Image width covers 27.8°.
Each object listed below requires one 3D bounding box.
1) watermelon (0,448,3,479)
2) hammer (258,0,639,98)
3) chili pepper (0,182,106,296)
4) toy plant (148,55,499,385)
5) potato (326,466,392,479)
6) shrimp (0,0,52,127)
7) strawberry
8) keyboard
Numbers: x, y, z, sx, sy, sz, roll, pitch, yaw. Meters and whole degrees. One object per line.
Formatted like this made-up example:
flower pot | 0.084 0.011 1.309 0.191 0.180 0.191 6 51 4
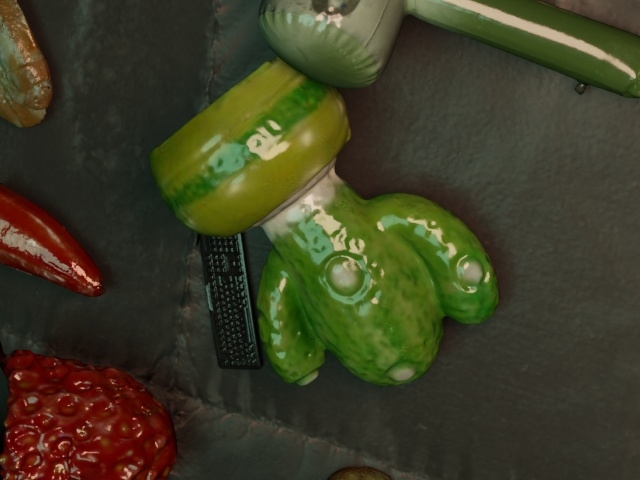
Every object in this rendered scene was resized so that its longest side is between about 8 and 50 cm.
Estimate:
watermelon | -0.374 0.309 1.445 0.232 0.127 0.204 -13 102 50
hammer | 0.128 -0.192 1.069 0.335 0.119 0.206 21 78 1
chili pepper | -0.297 0.012 1.369 0.169 0.065 0.088 30 116 12
toy plant | 0.000 0.000 1.166 0.224 0.184 0.316 -38 97 11
potato | 0.027 0.325 1.305 0.119 0.054 0.198 28 115 14
shrimp | -0.327 -0.205 1.329 0.091 0.043 0.184 -3 104 30
strawberry | -0.241 0.209 1.356 0.178 0.234 0.234 -8 103 -4
keyboard | -0.092 0.057 1.309 0.053 0.010 0.155 -1 104 28
